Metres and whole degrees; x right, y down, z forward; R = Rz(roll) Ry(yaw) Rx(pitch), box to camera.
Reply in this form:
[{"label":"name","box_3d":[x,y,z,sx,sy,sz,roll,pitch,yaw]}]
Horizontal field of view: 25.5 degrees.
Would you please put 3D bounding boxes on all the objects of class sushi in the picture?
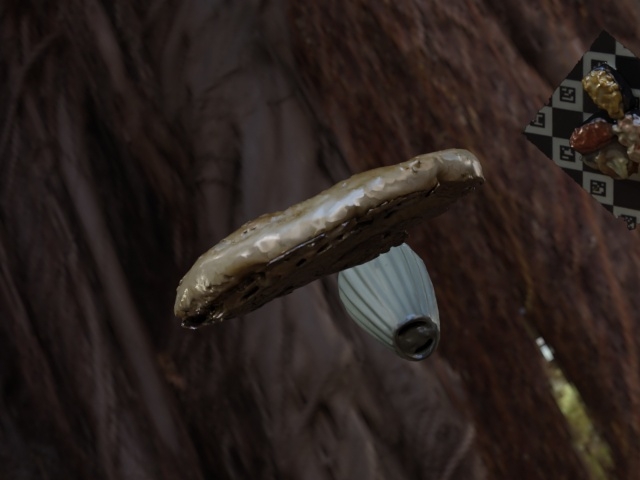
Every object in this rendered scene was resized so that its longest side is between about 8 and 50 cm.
[{"label":"sushi","box_3d":[0.225,-0.078,1.089,0.026,0.120,0.126,-41,-11,-45]}]

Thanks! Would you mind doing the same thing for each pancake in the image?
[{"label":"pancake","box_3d":[0.001,0.001,1.558,0.382,0.071,0.382,-27,-7,-4]}]

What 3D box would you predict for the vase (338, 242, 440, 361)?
[{"label":"vase","box_3d":[0.101,0.084,1.918,0.128,0.248,0.128,-4,-68,-10]}]
